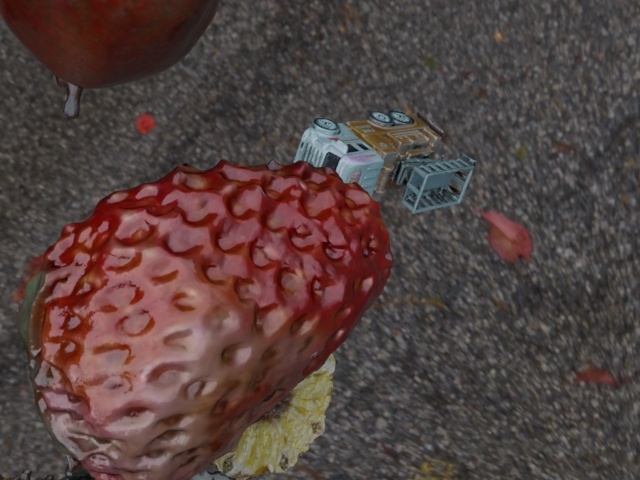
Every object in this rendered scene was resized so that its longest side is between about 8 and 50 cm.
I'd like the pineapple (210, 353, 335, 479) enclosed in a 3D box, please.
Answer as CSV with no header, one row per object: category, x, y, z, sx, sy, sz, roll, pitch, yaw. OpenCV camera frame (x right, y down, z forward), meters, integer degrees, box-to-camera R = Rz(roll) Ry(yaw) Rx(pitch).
pineapple,-0.061,0.148,1.091,0.047,0.221,0.221,13,76,49

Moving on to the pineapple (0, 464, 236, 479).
pineapple,-0.252,0.291,0.963,0.357,0.223,0.223,-28,66,6

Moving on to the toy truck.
toy truck,0.064,-0.079,1.135,0.115,0.178,0.080,42,127,34

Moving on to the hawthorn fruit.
hawthorn fruit,-0.260,-0.342,1.317,0.308,0.325,0.308,4,67,-9

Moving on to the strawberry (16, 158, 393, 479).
strawberry,-0.068,0.068,0.856,0.336,0.265,0.149,-27,41,-22
